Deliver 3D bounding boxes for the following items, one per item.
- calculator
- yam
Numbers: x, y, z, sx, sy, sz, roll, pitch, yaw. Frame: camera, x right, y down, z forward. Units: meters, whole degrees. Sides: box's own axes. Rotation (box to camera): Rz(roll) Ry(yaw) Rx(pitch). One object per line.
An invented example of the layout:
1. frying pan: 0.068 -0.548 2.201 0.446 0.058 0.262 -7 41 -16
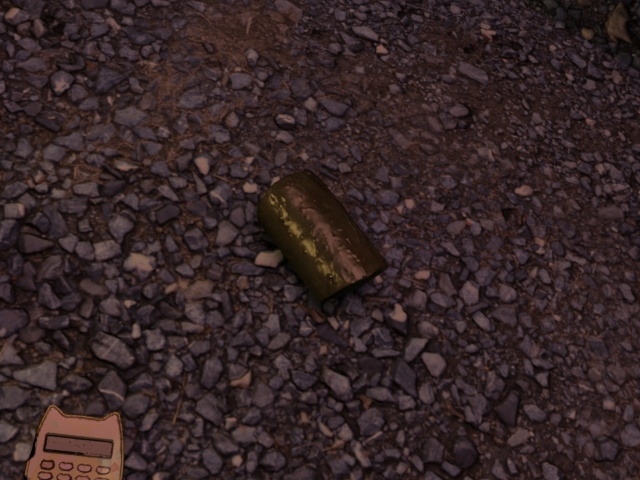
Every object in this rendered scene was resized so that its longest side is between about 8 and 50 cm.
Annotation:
1. calculator: -0.407 0.392 1.474 0.157 0.033 0.236 11 58 -14
2. yam: 0.000 0.000 1.800 0.161 0.161 0.268 -28 72 -32
